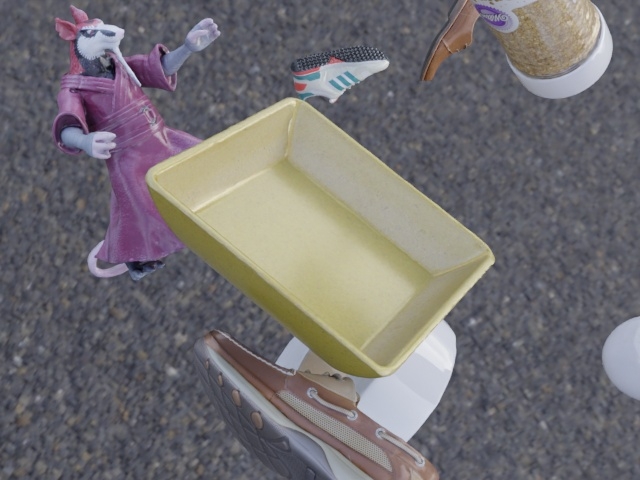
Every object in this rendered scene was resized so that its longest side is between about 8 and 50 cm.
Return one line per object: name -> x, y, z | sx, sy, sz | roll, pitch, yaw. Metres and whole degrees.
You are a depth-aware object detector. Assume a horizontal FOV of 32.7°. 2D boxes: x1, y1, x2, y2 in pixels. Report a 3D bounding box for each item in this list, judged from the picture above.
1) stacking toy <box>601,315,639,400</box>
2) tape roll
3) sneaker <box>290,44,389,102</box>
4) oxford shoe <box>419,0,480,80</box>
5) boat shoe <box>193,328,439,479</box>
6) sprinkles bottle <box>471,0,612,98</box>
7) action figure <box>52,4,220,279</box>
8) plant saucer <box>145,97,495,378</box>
stacking toy -> 0.551, 0.138, 1.322 | 0.350, 0.480, 0.351 | 1, 88, -38
tape roll -> 0.047, 0.187, 1.499 | 0.100, 0.286, 0.286 | 44, 45, -22
sneaker -> 0.033, -0.266, 1.773 | 0.161, 0.075, 0.057 | -10, 37, -6
oxford shoe -> 0.276, -0.416, 2.292 | 0.076, 0.212, 0.076 | 28, 27, -8
boat shoe -> -0.007, 0.207, 1.232 | 0.324, 0.123, 0.116 | 40, 60, 14
sprinkles bottle -> 0.214, -0.293, 1.193 | 0.355, 0.121, 0.121 | 40, 37, -51
action figure -> -0.257, -0.153, 1.510 | 0.248, 0.275, 0.370 | -35, 103, -31
plant saucer -> 0.000, 0.000, 1.250 | 0.333, 0.081, 0.333 | 40, 35, 9
